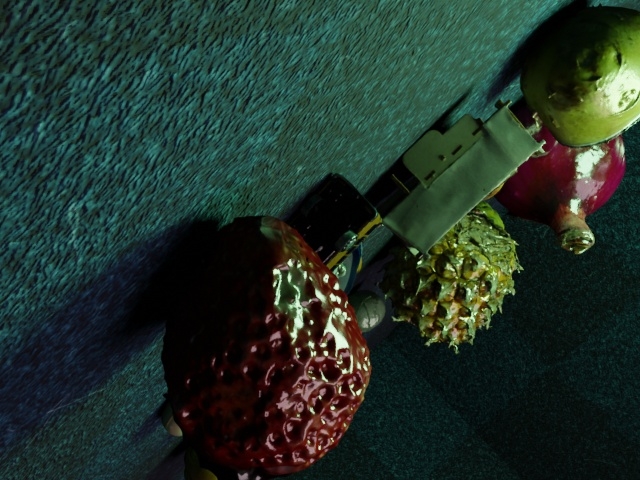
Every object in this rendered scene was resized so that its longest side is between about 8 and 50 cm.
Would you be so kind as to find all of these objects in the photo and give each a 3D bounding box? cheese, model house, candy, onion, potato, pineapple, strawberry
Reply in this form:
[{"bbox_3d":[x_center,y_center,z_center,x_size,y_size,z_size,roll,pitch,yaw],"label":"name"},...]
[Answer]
[{"bbox_3d":[-0.238,0.301,1.559,0.137,0.064,0.227,-36,164,-39],"label":"cheese"},{"bbox_3d":[0.245,-0.118,1.536,0.326,0.169,0.244,-43,175,5],"label":"model house"},{"bbox_3d":[-0.005,0.261,2.159,0.440,0.119,0.119,-28,162,-27],"label":"candy"},{"bbox_3d":[0.568,-0.142,1.910,0.347,0.385,0.348,-4,149,-3],"label":"onion"},{"bbox_3d":[0.515,-0.350,1.525,0.196,0.246,0.300,44,61,-42],"label":"potato"},{"bbox_3d":[0.342,0.087,2.071,0.352,0.352,0.300,-29,160,-51],"label":"pineapple"},{"bbox_3d":[-0.057,0.130,1.035,0.310,0.292,0.291,-50,167,27],"label":"strawberry"}]

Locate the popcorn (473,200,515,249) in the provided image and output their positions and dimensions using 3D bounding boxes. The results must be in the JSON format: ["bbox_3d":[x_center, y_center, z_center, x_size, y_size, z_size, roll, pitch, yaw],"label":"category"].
[{"bbox_3d":[0.431,-0.005,2.319,0.235,0.242,0.250,-11,160,-41],"label":"popcorn"}]

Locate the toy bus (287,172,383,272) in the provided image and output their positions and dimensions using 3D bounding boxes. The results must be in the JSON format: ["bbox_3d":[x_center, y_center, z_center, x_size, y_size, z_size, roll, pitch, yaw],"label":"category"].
[{"bbox_3d":[0.000,0.000,1.235,0.201,0.098,0.114,-46,168,11],"label":"toy bus"}]

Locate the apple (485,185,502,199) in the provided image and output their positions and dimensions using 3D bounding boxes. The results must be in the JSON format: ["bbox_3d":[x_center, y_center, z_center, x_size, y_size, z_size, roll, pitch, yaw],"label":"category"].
[{"bbox_3d":[0.357,-0.155,1.807,0.146,0.146,0.146,-42,168,-11],"label":"apple"}]

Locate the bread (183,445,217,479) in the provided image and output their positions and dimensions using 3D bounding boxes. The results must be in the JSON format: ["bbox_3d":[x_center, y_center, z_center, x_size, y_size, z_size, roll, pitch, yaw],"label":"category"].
[{"bbox_3d":[-0.231,0.532,2.124,0.333,0.160,0.333,-40,166,-12],"label":"bread"}]

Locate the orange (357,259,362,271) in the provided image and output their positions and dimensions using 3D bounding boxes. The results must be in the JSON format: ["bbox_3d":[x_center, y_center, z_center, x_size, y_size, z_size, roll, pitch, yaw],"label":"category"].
[{"bbox_3d":[0.050,0.052,1.663,0.086,0.062,0.086,-43,165,-14],"label":"orange"}]

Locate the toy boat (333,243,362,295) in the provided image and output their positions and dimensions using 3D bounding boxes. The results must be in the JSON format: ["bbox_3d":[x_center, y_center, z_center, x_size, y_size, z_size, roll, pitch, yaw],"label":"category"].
[{"bbox_3d":[0.013,0.112,1.445,0.220,0.067,0.291,100,8,-50],"label":"toy boat"}]
